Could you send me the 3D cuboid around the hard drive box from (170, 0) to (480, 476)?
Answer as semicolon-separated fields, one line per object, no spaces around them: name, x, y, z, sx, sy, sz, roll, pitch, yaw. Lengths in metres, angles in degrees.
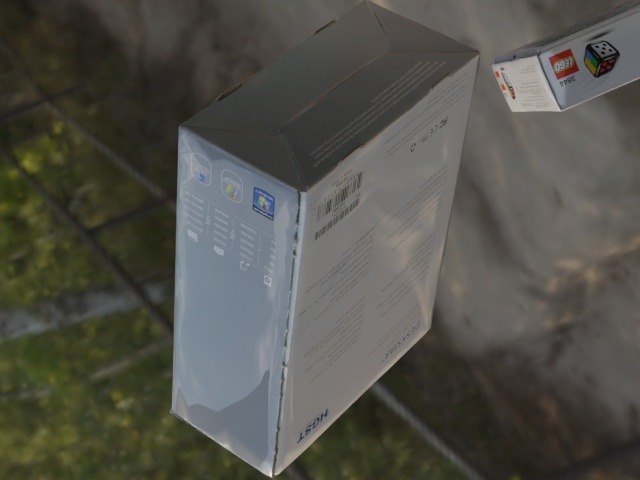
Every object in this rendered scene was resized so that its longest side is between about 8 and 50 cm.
hard drive box;0.000;0.000;0.895;0.089;0.181;0.232;29;135;24

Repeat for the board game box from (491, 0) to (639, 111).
board game box;0.298;-0.182;1.159;0.193;0.305;0.053;-119;6;-84
